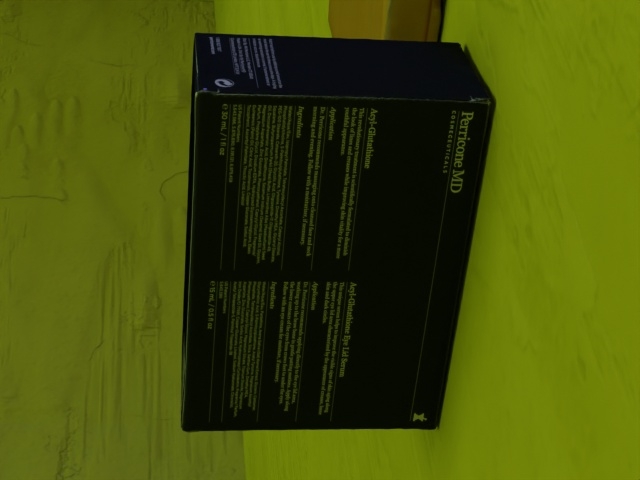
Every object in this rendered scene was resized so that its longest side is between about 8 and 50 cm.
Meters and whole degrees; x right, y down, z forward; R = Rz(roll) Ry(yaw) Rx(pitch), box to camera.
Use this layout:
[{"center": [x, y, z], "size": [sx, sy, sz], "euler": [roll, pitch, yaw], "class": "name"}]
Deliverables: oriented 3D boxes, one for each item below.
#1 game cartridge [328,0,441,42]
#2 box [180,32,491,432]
[{"center": [0.056, -0.264, 1.023], "size": [0.285, 0.052, 0.324], "euler": [-102, 13, -56], "class": "game cartridge"}, {"center": [0.000, 0.000, 0.882], "size": [0.103, 0.184, 0.261], "euler": [-99, 13, -59], "class": "box"}]
